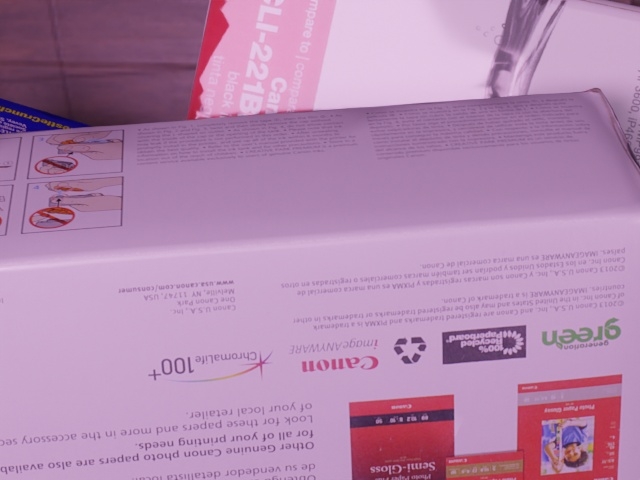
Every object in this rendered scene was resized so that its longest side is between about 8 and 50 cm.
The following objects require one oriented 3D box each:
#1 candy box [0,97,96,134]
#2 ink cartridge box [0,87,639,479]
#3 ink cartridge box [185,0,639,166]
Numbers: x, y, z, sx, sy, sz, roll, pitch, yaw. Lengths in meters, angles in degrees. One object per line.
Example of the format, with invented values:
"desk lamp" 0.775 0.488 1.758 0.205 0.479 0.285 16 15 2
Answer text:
"candy box" -0.140 0.108 0.954 0.268 0.122 0.317 16 115 -14
"ink cartridge box" -0.018 0.090 0.817 0.309 0.130 0.272 -4 118 -3
"ink cartridge box" 0.089 -0.075 0.952 0.273 0.197 0.114 12 95 9
